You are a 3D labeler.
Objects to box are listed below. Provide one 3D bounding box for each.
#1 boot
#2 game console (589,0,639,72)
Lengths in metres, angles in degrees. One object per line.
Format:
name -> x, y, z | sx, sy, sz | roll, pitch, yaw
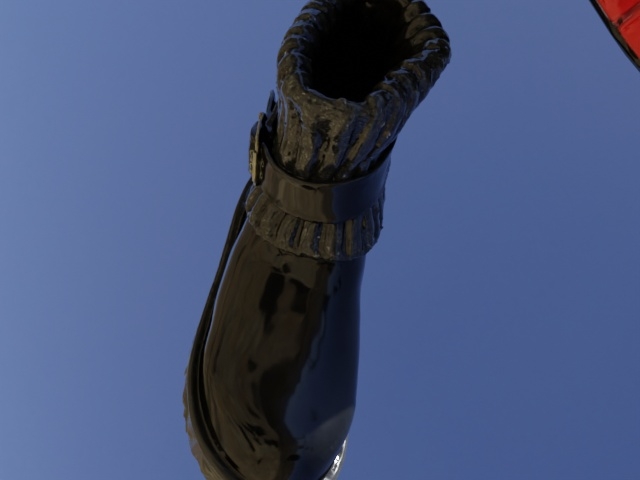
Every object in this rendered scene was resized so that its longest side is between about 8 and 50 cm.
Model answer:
boot -> -0.004, -0.002, 0.689 | 0.260, 0.131, 0.347 | 121, -24, -50
game console -> 0.239, -0.261, 0.752 | 0.060, 0.387, 0.342 | -41, -103, 32
